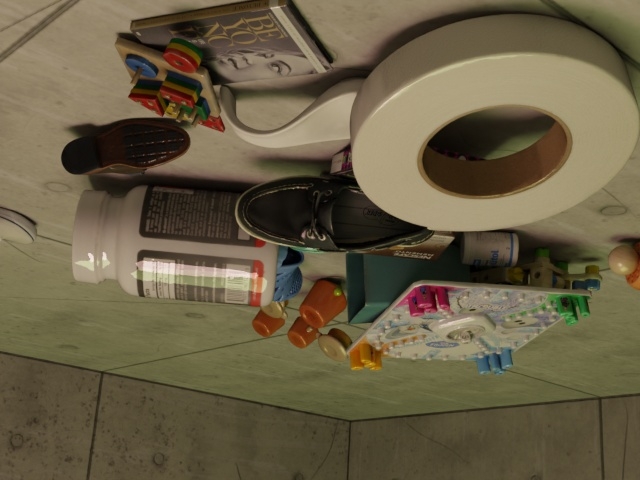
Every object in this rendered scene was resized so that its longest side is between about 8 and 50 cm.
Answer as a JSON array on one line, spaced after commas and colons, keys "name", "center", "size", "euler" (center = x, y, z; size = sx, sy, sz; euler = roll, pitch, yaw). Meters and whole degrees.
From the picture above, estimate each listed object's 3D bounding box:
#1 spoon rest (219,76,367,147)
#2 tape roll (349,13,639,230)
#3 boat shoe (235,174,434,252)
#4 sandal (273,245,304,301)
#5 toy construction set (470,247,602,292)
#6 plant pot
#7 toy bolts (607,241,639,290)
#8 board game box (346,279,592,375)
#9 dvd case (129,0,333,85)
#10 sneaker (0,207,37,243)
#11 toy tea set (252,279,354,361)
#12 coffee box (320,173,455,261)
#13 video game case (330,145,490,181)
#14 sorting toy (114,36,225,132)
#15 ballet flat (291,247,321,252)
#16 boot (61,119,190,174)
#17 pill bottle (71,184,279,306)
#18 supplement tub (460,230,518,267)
[{"name": "spoon rest", "center": [-0.009, -0.179, 1.332], "size": [0.277, 0.084, 0.137], "euler": [0, 161, 13]}, {"name": "tape roll", "center": [0.231, -0.143, 1.269], "size": [0.392, 0.072, 0.392], "euler": [-2, 147, -1]}, {"name": "boat shoe", "center": [0.030, -0.041, 1.543], "size": [0.340, 0.127, 0.113], "euler": [9, 179, -6]}, {"name": "sandal", "center": [-0.096, 0.048, 1.955], "size": [0.138, 0.126, 0.317], "euler": [-7, 160, 18]}, {"name": "toy construction set", "center": [0.425, 0.114, 2.027], "size": [0.215, 0.151, 0.328], "euler": [16, 147, -32]}, {"name": "plant pot", "center": [0.185, 0.078, 1.937], "size": [0.235, 0.165, 0.165], "euler": [2, 162, -11]}, {"name": "toy bolts", "center": [0.656, 0.059, 1.758], "size": [0.159, 0.218, 0.228], "euler": [12, 142, -7]}, {"name": "board game box", "center": [0.299, 0.193, 1.931], "size": [0.390, 0.050, 0.390], "euler": [5, 152, -19]}, {"name": "dvd case", "center": [-0.113, -0.255, 1.229], "size": [0.221, 0.018, 0.164], "euler": [-4, 159, 21]}, {"name": "sneaker", "center": [-0.692, -0.025, 1.885], "size": [0.094, 0.091, 0.258], "euler": [-10, 156, 35]}, {"name": "toy tea set", "center": [-0.042, 0.172, 2.320], "size": [0.336, 0.124, 0.200], "euler": [11, 135, 40]}, {"name": "coffee box", "center": [0.109, -0.039, 1.688], "size": [0.247, 0.098, 0.141], "euler": [6, 161, -7]}, {"name": "video game case", "center": [0.160, -0.111, 1.496], "size": [0.232, 0.041, 0.210], "euler": [11, 173, -19]}, {"name": "sorting toy", "center": [-0.213, -0.205, 1.283], "size": [0.132, 0.046, 0.274], "euler": [21, 165, 8]}, {"name": "ballet flat", "center": [0.054, -0.024, 1.800], "size": [0.248, 0.083, 0.087], "euler": [3, 137, 2]}, {"name": "boot", "center": [-0.301, -0.150, 1.522], "size": [0.219, 0.082, 0.106], "euler": [-6, -179, 14]}, {"name": "pill bottle", "center": [-0.259, 0.005, 1.718], "size": [0.363, 0.210, 0.210], "euler": [6, 161, -4]}, {"name": "supplement tub", "center": [0.335, 0.017, 1.851], "size": [0.107, 0.070, 0.071], "euler": [2, 161, 1]}]
